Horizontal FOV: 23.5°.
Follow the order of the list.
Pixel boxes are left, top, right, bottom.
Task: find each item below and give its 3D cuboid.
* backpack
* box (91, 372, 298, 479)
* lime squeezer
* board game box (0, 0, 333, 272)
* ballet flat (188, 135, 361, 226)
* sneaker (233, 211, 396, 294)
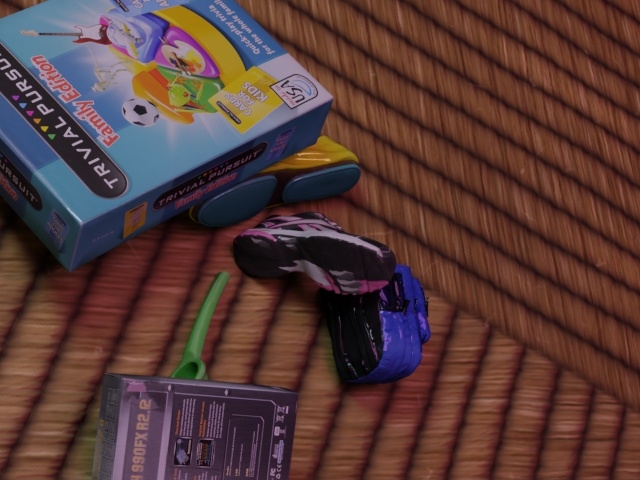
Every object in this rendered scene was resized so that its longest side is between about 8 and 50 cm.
[{"bbox_3d":[0.067,0.093,1.644,0.101,0.098,0.120,9,64,-31],"label":"backpack"},{"bbox_3d":[-0.123,0.246,1.442,0.183,0.056,0.231,7,87,-27],"label":"box"},{"bbox_3d":[-0.111,0.169,1.530,0.110,0.059,0.310,2,67,-30],"label":"lime squeezer"},{"bbox_3d":[-0.193,-0.144,1.559,0.336,0.079,0.254,-30,67,-37],"label":"board game box"},{"bbox_3d":[-0.060,-0.071,1.666,0.231,0.077,0.077,-15,56,-37],"label":"ballet flat"},{"bbox_3d":[0.000,0.000,1.617,0.178,0.072,0.077,12,39,24],"label":"sneaker"}]
